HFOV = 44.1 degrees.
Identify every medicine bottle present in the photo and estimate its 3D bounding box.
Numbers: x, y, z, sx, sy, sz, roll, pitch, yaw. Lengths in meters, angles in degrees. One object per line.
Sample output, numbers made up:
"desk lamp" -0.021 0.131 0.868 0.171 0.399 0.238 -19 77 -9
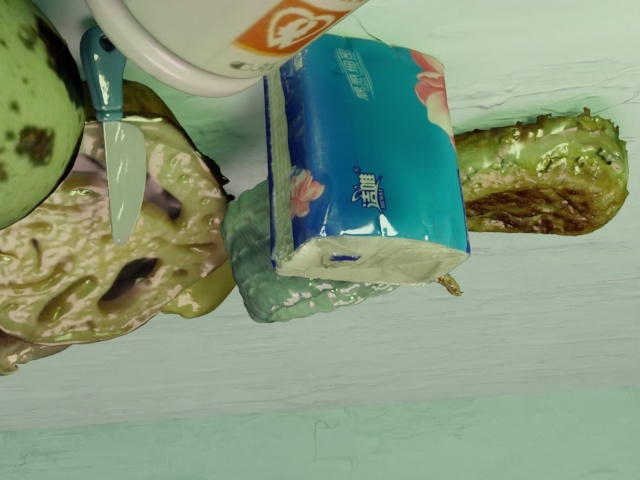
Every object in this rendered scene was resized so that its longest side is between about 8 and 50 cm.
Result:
"medicine bottle" -0.023 -0.261 0.583 0.202 0.202 0.316 17 150 -39

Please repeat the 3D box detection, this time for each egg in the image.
"egg" -0.410 -0.135 0.715 0.379 0.287 0.287 8 154 -21

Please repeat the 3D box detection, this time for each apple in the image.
"apple" -0.214 0.028 1.262 0.200 0.200 0.200 -3 157 -1

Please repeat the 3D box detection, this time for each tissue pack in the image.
"tissue pack" 0.048 -0.093 0.896 0.209 0.269 0.137 6 154 -19

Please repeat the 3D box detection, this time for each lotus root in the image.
"lotus root" -0.284 -0.023 1.034 0.375 0.111 0.390 7 125 -28

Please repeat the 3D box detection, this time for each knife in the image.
"knife" -0.225 -0.116 0.887 0.058 0.244 0.032 -17 -163 -36

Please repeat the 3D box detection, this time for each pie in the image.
"pie" 0.301 -0.077 1.183 0.288 0.103 0.355 4 158 -2

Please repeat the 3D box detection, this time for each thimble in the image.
"thimble" 0.000 0.000 1.036 0.250 0.172 0.205 -14 165 -22

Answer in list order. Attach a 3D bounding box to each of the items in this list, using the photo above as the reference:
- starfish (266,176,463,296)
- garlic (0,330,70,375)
"starfish" 0.062 -0.021 1.250 0.293 0.084 0.301 7 154 29
"garlic" -0.523 0.075 1.296 0.322 0.241 0.322 -6 136 -5
